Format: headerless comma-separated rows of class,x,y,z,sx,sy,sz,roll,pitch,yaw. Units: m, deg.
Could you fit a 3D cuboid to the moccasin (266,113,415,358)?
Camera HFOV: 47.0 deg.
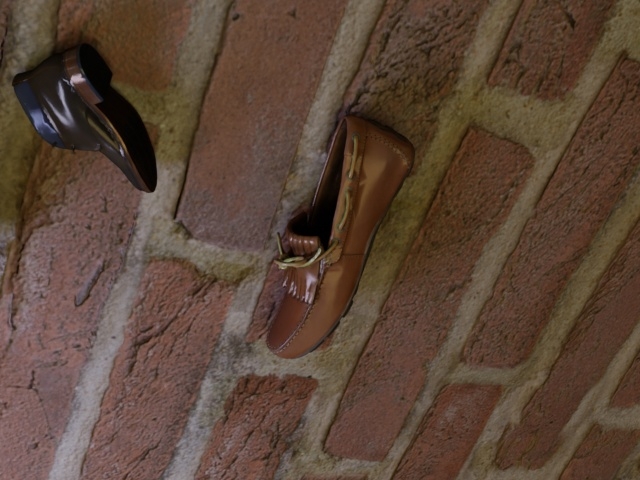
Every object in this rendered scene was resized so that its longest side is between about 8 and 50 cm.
moccasin,0.001,0.002,1.078,0.147,0.139,0.380,17,112,-25

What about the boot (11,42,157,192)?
boot,-0.295,-0.144,0.947,0.106,0.082,0.219,-11,129,13
